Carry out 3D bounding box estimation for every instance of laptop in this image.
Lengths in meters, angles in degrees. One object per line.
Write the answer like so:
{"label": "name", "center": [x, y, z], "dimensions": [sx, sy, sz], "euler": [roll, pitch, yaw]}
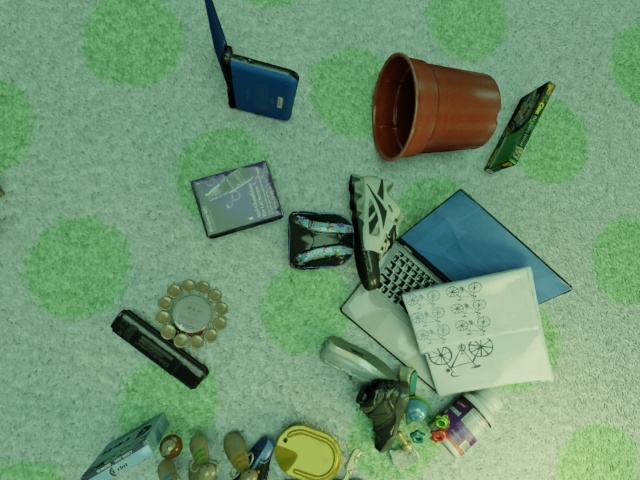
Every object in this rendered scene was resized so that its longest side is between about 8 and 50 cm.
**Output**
{"label": "laptop", "center": [0.337, 0.156, 1.161], "dimensions": [0.382, 0.236, 0.408], "euler": [40, 83, -3]}

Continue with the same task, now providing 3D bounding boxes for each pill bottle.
{"label": "pill bottle", "center": [0.406, 0.493, 1.217], "dimensions": [0.193, 0.108, 0.108], "euler": [-39, 93, -8]}

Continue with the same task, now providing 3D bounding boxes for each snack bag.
{"label": "snack bag", "center": [0.412, 0.254, 1.150], "dimensions": [0.322, 0.037, 0.343], "euler": [-14, 105, 15]}

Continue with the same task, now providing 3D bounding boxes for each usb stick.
{"label": "usb stick", "center": [-0.416, 0.284, 1.145], "dimensions": [0.278, 0.045, 0.077], "euler": [38, 105, -4]}

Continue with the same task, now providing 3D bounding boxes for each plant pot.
{"label": "plant pot", "center": [0.311, -0.349, 1.182], "dimensions": [0.264, 0.272, 0.273], "euler": [-3, 87, -15]}

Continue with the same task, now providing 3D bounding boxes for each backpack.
{"label": "backpack", "center": [0.000, 0.000, 1.177], "dimensions": [0.173, 0.117, 0.159], "euler": [-1, 86, -4]}

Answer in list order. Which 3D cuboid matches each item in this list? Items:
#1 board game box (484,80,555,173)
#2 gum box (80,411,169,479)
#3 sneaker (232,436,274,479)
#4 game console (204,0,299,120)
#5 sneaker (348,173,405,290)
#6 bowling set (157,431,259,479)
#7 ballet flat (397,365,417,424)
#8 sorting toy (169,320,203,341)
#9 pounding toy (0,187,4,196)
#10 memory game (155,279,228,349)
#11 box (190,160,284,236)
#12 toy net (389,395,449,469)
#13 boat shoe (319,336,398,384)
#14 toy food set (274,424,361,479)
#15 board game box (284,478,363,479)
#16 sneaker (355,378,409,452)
{"label": "board game box", "center": [0.569, -0.319, 1.267], "dimensions": [0.030, 0.136, 0.260], "euler": [30, 84, -9]}
{"label": "gum box", "center": [-0.460, 0.501, 1.061], "dimensions": [0.156, 0.184, 0.041], "euler": [-28, 91, -9]}
{"label": "sneaker", "center": [-0.172, 0.631, 1.152], "dimensions": [0.090, 0.081, 0.232], "euler": [33, 86, -15]}
{"label": "game console", "center": [-0.172, -0.446, 1.093], "dimensions": [0.249, 0.293, 0.174], "euler": [12, 86, -7]}
{"label": "sneaker", "center": [0.158, -0.030, 1.161], "dimensions": [0.146, 0.122, 0.331], "euler": [1, 67, -5]}
{"label": "bowling set", "center": [-0.318, 0.575, 1.056], "dimensions": [0.287, 0.154, 0.200], "euler": [-41, 129, -6]}
{"label": "ballet flat", "center": [0.238, 0.427, 1.227], "dimensions": [0.057, 0.052, 0.169], "euler": [-7, 104, -49]}
{"label": "sorting toy", "center": [-0.361, 0.234, 1.159], "dimensions": [0.101, 0.042, 0.061], "euler": [-15, 89, -8]}
{"label": "pounding toy", "center": [-0.842, -0.123, 1.042], "dimensions": [0.094, 0.181, 0.206], "euler": [-37, 92, -8]}
{"label": "memory game", "center": [-0.333, 0.191, 1.149], "dimensions": [0.186, 0.012, 0.186], "euler": [8, 68, -20]}
{"label": "box", "center": [-0.217, -0.104, 1.163], "dimensions": [0.206, 0.108, 0.153], "euler": [-18, 90, -9]}
{"label": "toy net", "center": [0.261, 0.531, 1.191], "dimensions": [0.121, 0.045, 0.233], "euler": [16, 115, 7]}
{"label": "boat shoe", "center": [0.101, 0.347, 1.207], "dimensions": [0.227, 0.079, 0.081], "euler": [30, 104, -8]}
{"label": "toy food set", "center": [-0.016, 0.569, 1.173], "dimensions": [0.217, 0.071, 0.128], "euler": [22, 76, -1]}
{"label": "board game box", "center": [0.007, 0.799, 1.155], "dimensions": [0.223, 0.097, 0.304], "euler": [3, 86, -8]}
{"label": "sneaker", "center": [0.150, 0.461, 1.178], "dimensions": [0.130, 0.087, 0.228], "euler": [11, 116, 4]}
